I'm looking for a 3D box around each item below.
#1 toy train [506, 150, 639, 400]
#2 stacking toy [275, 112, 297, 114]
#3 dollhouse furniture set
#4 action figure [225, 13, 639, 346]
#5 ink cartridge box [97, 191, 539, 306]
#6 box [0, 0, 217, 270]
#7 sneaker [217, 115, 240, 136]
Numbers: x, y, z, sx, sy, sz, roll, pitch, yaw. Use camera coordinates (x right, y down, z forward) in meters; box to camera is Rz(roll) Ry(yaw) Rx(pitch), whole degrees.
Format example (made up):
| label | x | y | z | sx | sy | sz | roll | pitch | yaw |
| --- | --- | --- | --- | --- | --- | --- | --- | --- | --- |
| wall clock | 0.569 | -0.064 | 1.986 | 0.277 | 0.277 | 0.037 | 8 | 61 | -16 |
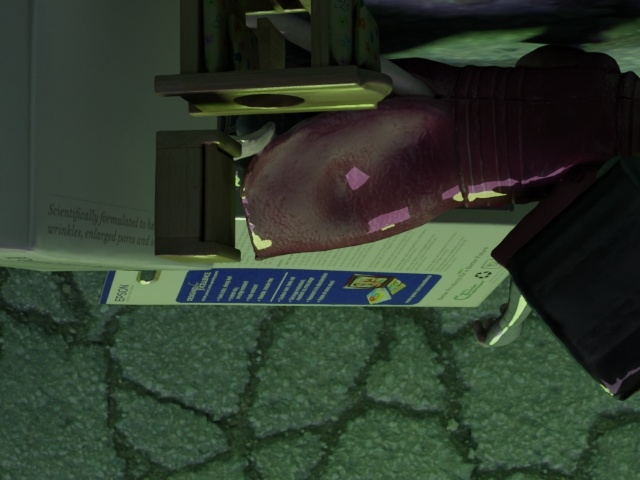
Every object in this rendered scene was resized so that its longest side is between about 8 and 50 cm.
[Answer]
| label | x | y | z | sx | sy | sz | roll | pitch | yaw |
| --- | --- | --- | --- | --- | --- | --- | --- | --- | --- |
| toy train | 0.252 | -0.042 | 0.645 | 0.334 | 0.142 | 0.190 | -43 | 165 | 25 |
| stacking toy | 0.119 | -0.070 | 1.126 | 0.330 | 0.141 | 0.141 | -5 | 175 | 12 |
| dollhouse furniture set | -0.007 | -0.078 | 0.589 | 0.101 | 0.182 | 0.161 | -1 | 175 | 11 |
| action figure | 0.112 | -0.087 | 0.839 | 0.370 | 0.248 | 0.276 | -2 | 147 | 12 |
| ink cartridge box | 0.000 | 0.000 | 1.042 | 0.370 | 0.069 | 0.176 | -1 | 154 | -18 |
| box | -0.142 | -0.076 | 0.608 | 0.119 | 0.182 | 0.181 | -1 | 175 | 21 |
| sneaker | -0.105 | -0.102 | 0.990 | 0.080 | 0.081 | 0.211 | 11 | 170 | 20 |
